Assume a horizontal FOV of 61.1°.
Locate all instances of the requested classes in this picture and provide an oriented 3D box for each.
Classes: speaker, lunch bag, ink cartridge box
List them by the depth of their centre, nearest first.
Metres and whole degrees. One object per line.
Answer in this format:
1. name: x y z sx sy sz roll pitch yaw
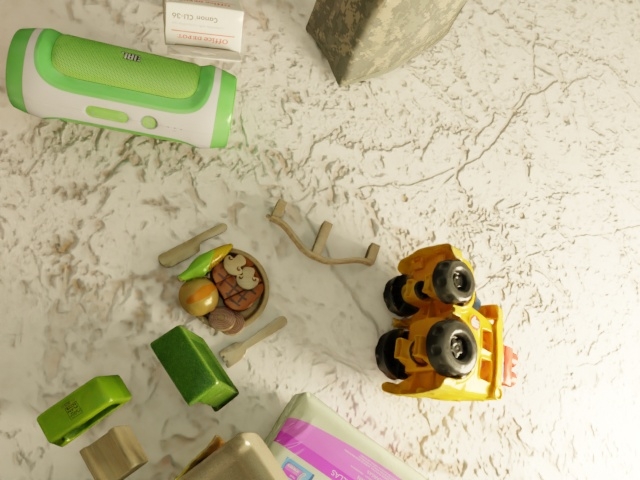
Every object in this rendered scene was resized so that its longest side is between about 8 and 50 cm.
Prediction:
1. speaker: -0.277 -0.216 0.788 0.296 0.131 0.131 9 71 -14
2. ink cartridge box: -0.184 -0.350 0.840 0.115 0.067 0.198 -1 42 -18
3. lunch bag: 0.150 -0.422 0.921 0.286 0.235 0.169 -23 78 -22

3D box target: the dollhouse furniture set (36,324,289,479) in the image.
1. dollhouse furniture set: -0.155 0.282 0.640 0.197 0.151 0.302 -35 75 -12

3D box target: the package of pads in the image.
1. package of pads: -0.013 0.384 0.695 0.229 0.101 0.297 36 67 -2

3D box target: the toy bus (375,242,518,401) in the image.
1. toy bus: 0.212 0.140 0.826 0.211 0.149 0.221 20 65 -24

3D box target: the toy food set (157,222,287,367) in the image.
1. toy food set: -0.136 0.070 0.787 0.132 0.038 0.192 -33 85 -23

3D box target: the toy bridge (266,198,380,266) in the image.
1. toy bridge: 0.000 0.000 0.858 0.188 0.026 0.063 24 69 -8
